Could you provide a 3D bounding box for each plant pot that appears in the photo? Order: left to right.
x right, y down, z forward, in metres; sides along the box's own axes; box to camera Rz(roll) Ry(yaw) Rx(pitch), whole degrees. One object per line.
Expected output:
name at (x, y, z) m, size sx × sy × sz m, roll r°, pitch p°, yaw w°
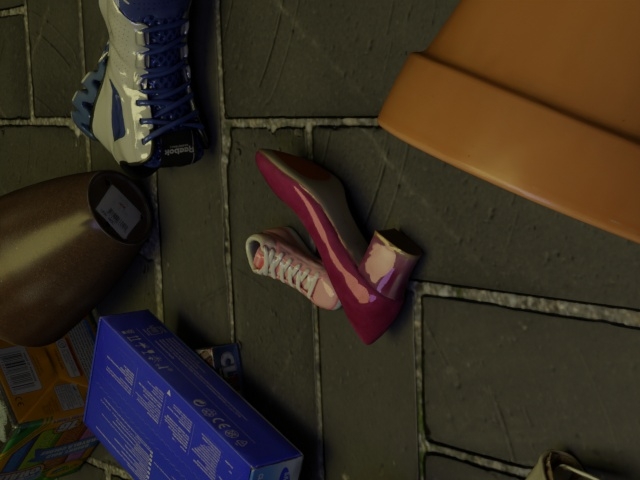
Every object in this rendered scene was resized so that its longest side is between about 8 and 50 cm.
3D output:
plant pot at (-0.337, 0.003, 1.714) m, size 0.230 × 0.215 × 0.215 m, roll -28°, pitch 74°, yaw 35°
plant pot at (0.212, -0.126, 0.950) m, size 0.291 × 0.291 × 0.203 m, roll 30°, pitch 102°, yaw 45°

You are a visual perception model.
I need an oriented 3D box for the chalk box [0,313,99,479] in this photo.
chalk box at (-0.435, 0.248, 1.878) m, size 0.289 × 0.179 × 0.180 m, roll -50°, pitch 59°, yaw 44°

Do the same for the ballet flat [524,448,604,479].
ballet flat at (0.225, 0.245, 1.071) m, size 0.248 × 0.086 × 0.086 m, roll -120°, pitch 33°, yaw -72°

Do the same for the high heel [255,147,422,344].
high heel at (0.000, 0.000, 1.369) m, size 0.244 × 0.082 × 0.117 m, roll 37°, pitch 114°, yaw 27°

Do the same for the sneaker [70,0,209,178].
sneaker at (-0.193, -0.191, 1.557) m, size 0.182 × 0.127 × 0.315 m, roll 53°, pitch 140°, yaw 27°

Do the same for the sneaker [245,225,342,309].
sneaker at (-0.034, 0.034, 1.424) m, size 0.134 × 0.070 × 0.051 m, roll 46°, pitch 127°, yaw 35°

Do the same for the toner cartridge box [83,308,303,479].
toner cartridge box at (-0.163, 0.237, 1.545) m, size 0.348 × 0.075 × 0.165 m, roll 37°, pitch 124°, yaw 42°

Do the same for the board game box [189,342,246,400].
board game box at (-0.177, 0.221, 1.657) m, size 0.243 × 0.042 × 0.165 m, roll -10°, pitch 89°, yaw 52°
